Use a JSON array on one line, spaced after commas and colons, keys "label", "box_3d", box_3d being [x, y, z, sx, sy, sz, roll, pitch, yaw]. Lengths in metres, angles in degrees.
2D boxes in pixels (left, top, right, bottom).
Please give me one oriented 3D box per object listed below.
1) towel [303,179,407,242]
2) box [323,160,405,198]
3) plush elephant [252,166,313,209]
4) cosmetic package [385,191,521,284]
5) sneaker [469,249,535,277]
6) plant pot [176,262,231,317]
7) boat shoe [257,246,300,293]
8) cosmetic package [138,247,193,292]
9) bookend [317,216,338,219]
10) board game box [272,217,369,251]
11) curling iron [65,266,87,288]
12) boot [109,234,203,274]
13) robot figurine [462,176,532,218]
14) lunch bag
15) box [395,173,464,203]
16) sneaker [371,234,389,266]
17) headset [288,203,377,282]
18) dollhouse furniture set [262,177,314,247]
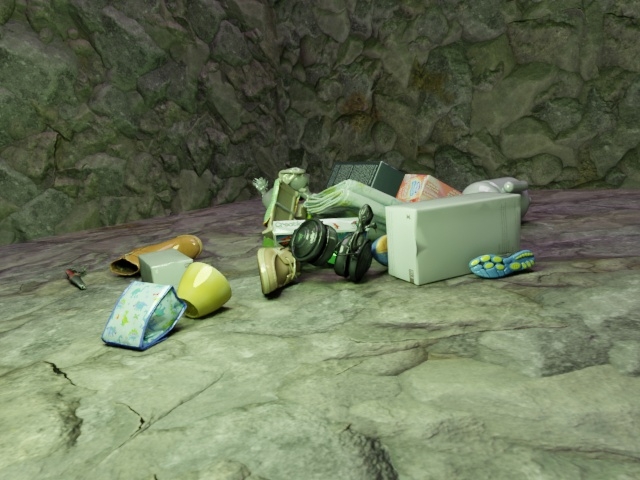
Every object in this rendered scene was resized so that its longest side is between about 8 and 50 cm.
[{"label": "towel", "box_3d": [0.161, -0.089, 1.653, 0.374, 0.090, 0.320, 20, -14, -23]}, {"label": "box", "box_3d": [0.233, -0.196, 2.063, 0.293, 0.212, 0.395, 23, -2, -28]}, {"label": "plush elephant", "box_3d": [-0.128, -0.214, 2.178, 0.255, 0.330, 0.272, -34, -2, 15]}, {"label": "cosmetic package", "box_3d": [0.392, -0.017, 1.368, 0.385, 0.217, 0.156, -7, 12, -22]}, {"label": "sneaker", "box_3d": [0.502, 0.068, 1.303, 0.188, 0.067, 0.078, -9, -9, -12]}, {"label": "plant pot", "box_3d": [-0.303, 0.136, 1.162, 0.134, 0.134, 0.095, 1, 37, 29]}, {"label": "boat shoe", "box_3d": [-0.116, 0.071, 1.375, 0.110, 0.121, 0.341, -5, 10, 1]}, {"label": "cosmetic package", "box_3d": [-0.486, 0.096, 1.470, 0.127, 0.107, 0.238, -11, 15, -27]}, {"label": "bookend", "box_3d": [0.008, -0.008, 1.678, 0.157, 0.072, 0.156, -8, -30, 17]}, {"label": "board game box", "box_3d": [0.000, 0.000, 1.550, 0.305, 0.053, 0.193, -2, -30, -3]}, {"label": "curling iron", "box_3d": [-0.841, 0.128, 1.624, 0.068, 0.035, 0.274, -12, 13, -30]}, {"label": "boot", "box_3d": [-0.592, 0.054, 1.688, 0.283, 0.109, 0.220, -4, 10, 16]}, {"label": "robot figurine", "box_3d": [0.719, -0.154, 1.942, 0.353, 0.200, 0.300, -12, -25, -33]}, {"label": "lunch bag", "box_3d": [-0.400, 0.175, 1.050, 0.129, 0.096, 0.151, 1, 42, 28]}, {"label": "box", "box_3d": [0.444, -0.124, 1.748, 0.300, 0.142, 0.154, 23, -2, -26]}, {"label": "sneaker", "box_3d": [0.221, 0.033, 1.507, 0.131, 0.112, 0.296, -7, -1, 34]}, {"label": "headset", "box_3d": [0.050, 0.003, 1.322, 0.243, 0.185, 0.394, 21, -7, -10]}, {"label": "dollhouse furniture set", "box_3d": [-0.158, -0.082, 1.691, 0.151, 0.197, 0.301, 3, -14, 25]}]
